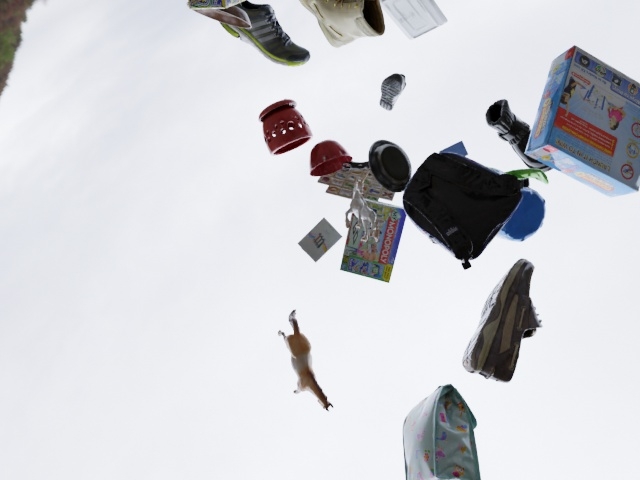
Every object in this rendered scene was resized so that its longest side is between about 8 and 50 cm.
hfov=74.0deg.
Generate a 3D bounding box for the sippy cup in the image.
[{"bbox_3d":[0.589,-0.106,1.380,0.224,0.240,0.306,46,-59,63],"label":"sippy cup"}]

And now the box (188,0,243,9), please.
[{"bbox_3d":[-0.168,-0.417,0.697,0.059,0.054,0.169,0,-147,3],"label":"box"}]

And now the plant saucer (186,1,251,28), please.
[{"bbox_3d":[-0.257,-0.590,1.091,0.168,0.168,0.029,30,-71,43],"label":"plant saucer"}]

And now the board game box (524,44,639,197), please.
[{"bbox_3d":[0.747,-0.318,1.160,0.086,0.308,0.302,158,-45,-75],"label":"board game box"}]

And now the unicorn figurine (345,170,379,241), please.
[{"bbox_3d":[0.098,-0.070,1.006,0.060,0.162,0.111,1,-118,23],"label":"unicorn figurine"}]

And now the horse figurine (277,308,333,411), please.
[{"bbox_3d":[-0.054,0.319,1.141,0.066,0.174,0.263,-11,-97,-22],"label":"horse figurine"}]

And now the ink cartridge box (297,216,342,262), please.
[{"bbox_3d":[0.000,0.000,1.965,0.176,0.128,0.127,-43,-93,2],"label":"ink cartridge box"}]

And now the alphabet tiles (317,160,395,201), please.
[{"bbox_3d":[0.172,-0.266,1.891,0.342,0.011,0.285,16,-136,12],"label":"alphabet tiles"}]

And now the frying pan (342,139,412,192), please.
[{"bbox_3d":[0.217,-0.250,1.532,0.053,0.197,0.326,-33,-174,-26],"label":"frying pan"}]

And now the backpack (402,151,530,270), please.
[{"bbox_3d":[0.361,-0.103,1.144,0.263,0.213,0.276,37,-87,8],"label":"backpack"}]

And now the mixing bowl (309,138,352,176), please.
[{"bbox_3d":[0.027,-0.334,1.671,0.181,0.181,0.098,-21,-98,14],"label":"mixing bowl"}]

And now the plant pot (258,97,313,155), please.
[{"bbox_3d":[-0.148,-0.452,1.696,0.191,0.174,0.191,-26,-178,1],"label":"plant pot"}]

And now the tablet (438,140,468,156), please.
[{"bbox_3d":[0.444,-0.292,1.420,0.083,0.006,0.054,-24,-95,20],"label":"tablet"}]

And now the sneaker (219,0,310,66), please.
[{"bbox_3d":[-0.159,-0.643,1.299,0.121,0.300,0.111,-51,-162,43],"label":"sneaker"}]

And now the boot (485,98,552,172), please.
[{"bbox_3d":[0.842,-0.441,1.785,0.131,0.260,0.348,-43,-152,17],"label":"boot"}]

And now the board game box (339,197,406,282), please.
[{"bbox_3d":[0.212,-0.002,1.709,0.213,0.317,0.046,14,-159,11],"label":"board game box"}]

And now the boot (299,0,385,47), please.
[{"bbox_3d":[0.048,-0.651,1.141,0.095,0.262,0.203,-51,-143,-14],"label":"boot"}]

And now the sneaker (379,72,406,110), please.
[{"bbox_3d":[0.298,-0.622,1.675,0.086,0.229,0.132,32,-101,2],"label":"sneaker"}]

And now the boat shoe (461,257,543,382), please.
[{"bbox_3d":[0.489,0.208,1.096,0.130,0.132,0.355,29,-113,14],"label":"boat shoe"}]

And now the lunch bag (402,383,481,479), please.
[{"bbox_3d":[0.342,0.575,1.234,0.160,0.223,0.262,14,-131,-7],"label":"lunch bag"}]

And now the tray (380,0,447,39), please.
[{"bbox_3d":[0.293,-0.739,1.370,0.145,0.270,0.030,-11,-106,37],"label":"tray"}]
